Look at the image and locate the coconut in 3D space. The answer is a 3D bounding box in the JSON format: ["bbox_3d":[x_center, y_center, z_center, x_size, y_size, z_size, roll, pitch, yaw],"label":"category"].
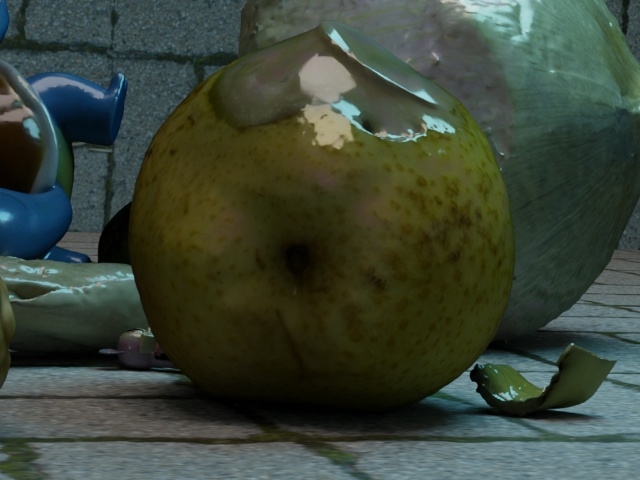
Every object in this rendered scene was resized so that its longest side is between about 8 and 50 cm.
[{"bbox_3d":[0.136,-0.094,1.705,0.405,0.404,0.404,3,3,0],"label":"coconut"}]

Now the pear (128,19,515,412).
[{"bbox_3d":[0.000,0.000,1.221,0.271,0.271,0.271,3,3,0],"label":"pear"}]

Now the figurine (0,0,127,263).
[{"bbox_3d":[-0.310,-0.050,1.654,0.243,0.298,0.416,-6,22,-34],"label":"figurine"}]

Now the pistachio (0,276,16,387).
[{"bbox_3d":[-0.262,0.044,1.051,0.200,0.117,0.145,3,8,29],"label":"pistachio"}]

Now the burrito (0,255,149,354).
[{"bbox_3d":[-0.174,0.046,1.420,0.392,0.076,0.117,3,-10,-33],"label":"burrito"}]

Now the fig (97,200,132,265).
[{"bbox_3d":[-0.143,0.032,1.664,0.123,0.123,0.156,1,-35,-24],"label":"fig"}]

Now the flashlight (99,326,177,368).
[{"bbox_3d":[-0.102,0.078,1.365,0.110,0.031,0.052,3,2,13],"label":"flashlight"}]

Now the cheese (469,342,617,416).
[{"bbox_3d":[0.148,0.093,1.229,0.084,0.041,0.060,-13,-12,26],"label":"cheese"}]
